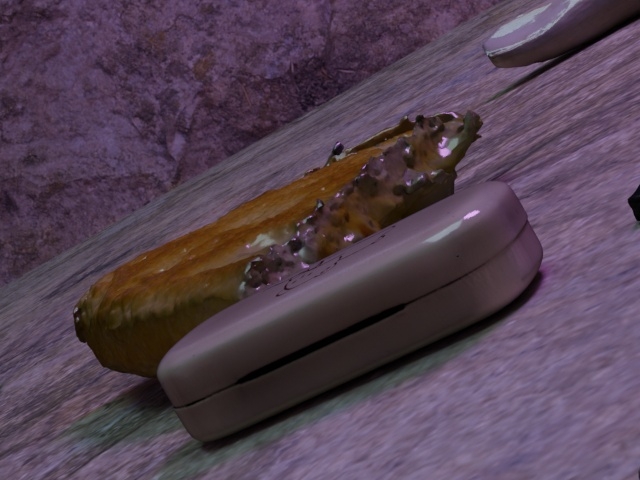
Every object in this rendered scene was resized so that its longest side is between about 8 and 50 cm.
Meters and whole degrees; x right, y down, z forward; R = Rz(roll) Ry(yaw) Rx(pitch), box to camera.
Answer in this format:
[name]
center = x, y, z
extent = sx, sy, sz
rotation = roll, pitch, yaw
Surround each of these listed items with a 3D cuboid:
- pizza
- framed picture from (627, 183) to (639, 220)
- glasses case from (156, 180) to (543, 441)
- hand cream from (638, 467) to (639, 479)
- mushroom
[pizza]
center = 0.000, 0.000, 0.948
extent = 0.287, 0.075, 0.280
rotation = -31, 11, -20
[framed picture]
center = 0.306, -0.119, 0.759
extent = 0.255, 0.014, 0.338
rotation = -25, 10, 34
[glasses case]
center = 0.012, 0.034, 0.731
extent = 0.196, 0.050, 0.083
rotation = -27, 6, 24
[hand cream]
center = 0.182, -0.006, 0.372
extent = 0.257, 0.050, 0.084
rotation = -29, 4, -10
[mushroom]
center = 0.249, -0.217, 1.429
extent = 0.209, 0.071, 0.084
rotation = -32, 39, 12
